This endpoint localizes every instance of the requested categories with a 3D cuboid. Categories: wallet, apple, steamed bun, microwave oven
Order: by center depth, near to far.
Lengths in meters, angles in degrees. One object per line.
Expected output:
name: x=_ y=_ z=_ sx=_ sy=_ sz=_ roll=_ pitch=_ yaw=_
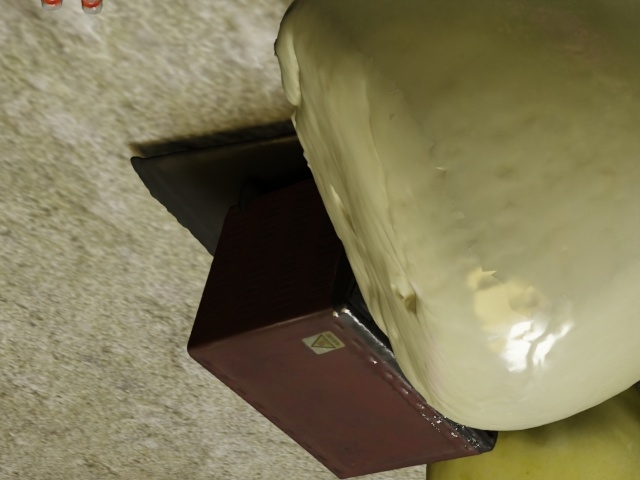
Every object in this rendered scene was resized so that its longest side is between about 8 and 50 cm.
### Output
steamed bun: x=0.126 y=-0.046 z=0.769 sx=0.233 sy=0.311 sz=0.334 roll=-24 pitch=-176 yaw=-4
microwave oven: x=0.040 y=0.070 z=1.046 sx=0.188 sy=0.178 sz=0.247 roll=-21 pitch=132 yaw=32
wallet: x=0.000 y=0.000 z=1.151 sx=0.247 sy=0.041 sz=0.323 roll=-8 pitch=142 yaw=26
apple: x=0.238 y=0.241 z=1.277 sx=0.262 sy=0.262 sz=0.262 roll=8 pitch=149 yaw=5

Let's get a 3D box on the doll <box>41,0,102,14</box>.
doll: x=-0.169 y=-0.219 z=0.812 sx=0.102 sy=0.075 sz=0.227 roll=0 pitch=160 yaw=-9
